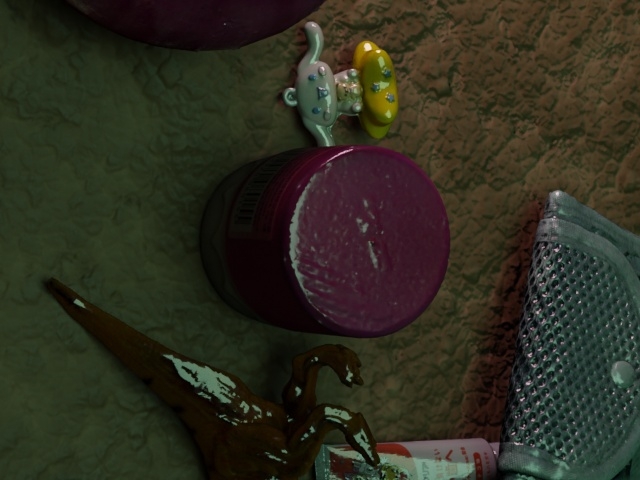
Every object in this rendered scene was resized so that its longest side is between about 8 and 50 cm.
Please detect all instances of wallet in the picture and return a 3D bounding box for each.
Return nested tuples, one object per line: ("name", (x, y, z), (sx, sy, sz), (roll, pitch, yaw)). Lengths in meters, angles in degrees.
("wallet", (0.301, 0.143, 1.654), (0.237, 0.075, 0.342), (25, 69, -32))

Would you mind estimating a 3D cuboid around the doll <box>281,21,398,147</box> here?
("doll", (0.016, -0.154, 1.544), (0.113, 0.071, 0.135), (-30, 96, -8))

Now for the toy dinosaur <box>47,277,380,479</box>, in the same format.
("toy dinosaur", (-0.056, 0.168, 1.470), (0.208, 0.097, 0.432), (-28, 100, 7))

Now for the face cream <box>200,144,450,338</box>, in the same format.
("face cream", (0.000, 0.000, 1.453), (0.175, 0.195, 0.175), (-1, 92, -28))

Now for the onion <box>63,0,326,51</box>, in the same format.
("onion", (-0.099, -0.328, 1.342), (0.358, 0.345, 0.358), (-16, 131, -20))

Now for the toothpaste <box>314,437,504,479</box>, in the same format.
("toothpaste", (0.102, 0.240, 1.598), (0.234, 0.057, 0.089), (-4, 92, -21))
